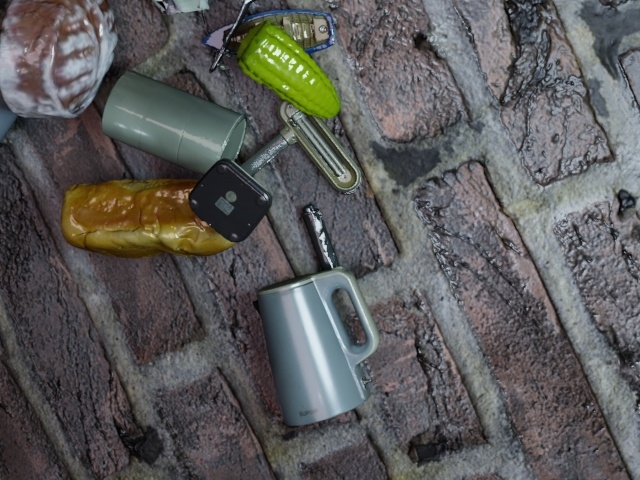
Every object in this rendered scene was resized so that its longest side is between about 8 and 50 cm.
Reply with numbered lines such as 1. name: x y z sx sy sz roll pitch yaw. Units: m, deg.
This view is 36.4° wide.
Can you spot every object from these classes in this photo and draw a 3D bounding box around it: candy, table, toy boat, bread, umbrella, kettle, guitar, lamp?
1. candy: -0.431 -0.318 1.613 0.157 0.289 0.214 3 124 6
2. table: -0.250 -0.197 1.681 0.220 0.126 0.126 23 106 5
3. toy boat: -0.087 -0.349 1.655 0.229 0.046 0.080 -4 103 13
4. candy: -0.045 -0.272 1.616 0.209 0.097 0.097 37 109 -29
5. bread: -0.294 -0.039 1.710 0.294 0.167 0.132 2 80 12
6. umbrella: 0.002 -0.001 1.726 0.036 0.031 0.133 -21 98 -1
7. kettle: 0.000 0.178 1.703 0.210 0.160 0.243 -14 95 25
8. guitar: -0.117 -0.396 1.611 0.038 0.084 0.271 25 96 4
9. lamp: -0.066 -0.092 1.625 0.203 0.283 0.124 42 134 -1

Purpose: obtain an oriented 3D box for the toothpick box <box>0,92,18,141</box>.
1. toothpick box: -0.682 -0.198 1.703 0.263 0.263 0.355 39 108 1

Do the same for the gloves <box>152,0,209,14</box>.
1. gloves: -0.251 -0.488 1.628 0.127 0.111 0.212 2 108 36
